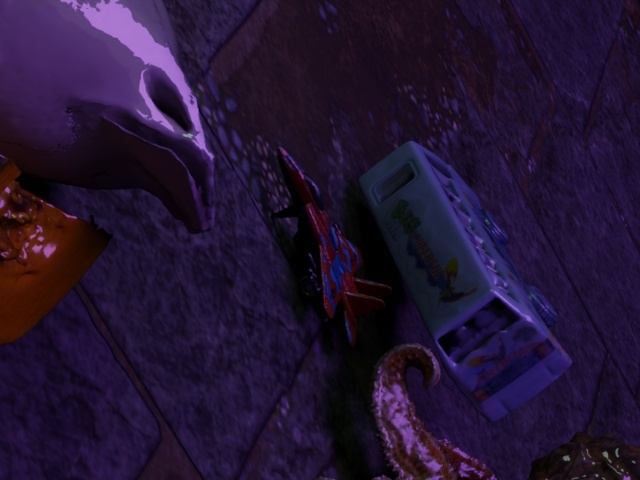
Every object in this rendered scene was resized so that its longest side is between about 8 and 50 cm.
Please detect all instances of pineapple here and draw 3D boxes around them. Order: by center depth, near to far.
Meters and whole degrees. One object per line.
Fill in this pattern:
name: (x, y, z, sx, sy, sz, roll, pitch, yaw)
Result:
pineapple: (0.275, 0.314, 1.847, 0.361, 0.175, 0.175, 63, 17, -55)

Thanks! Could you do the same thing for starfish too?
starfish: (0.096, 0.258, 1.704, 0.312, 0.113, 0.303, 45, 32, -46)

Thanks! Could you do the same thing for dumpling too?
dumpling: (-0.211, -0.142, 1.342, 0.260, 0.341, 0.181, 169, -60, -81)

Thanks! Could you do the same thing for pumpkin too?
pumpkin: (-0.257, -0.022, 1.247, 0.163, 0.111, 0.278, 31, -5, 14)

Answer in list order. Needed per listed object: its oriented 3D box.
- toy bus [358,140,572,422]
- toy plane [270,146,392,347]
toy bus: (0.127, 0.028, 1.861, 0.136, 0.109, 0.329, 45, 11, -31)
toy plane: (-0.003, 0.002, 1.775, 0.189, 0.061, 0.130, 57, 26, -12)
